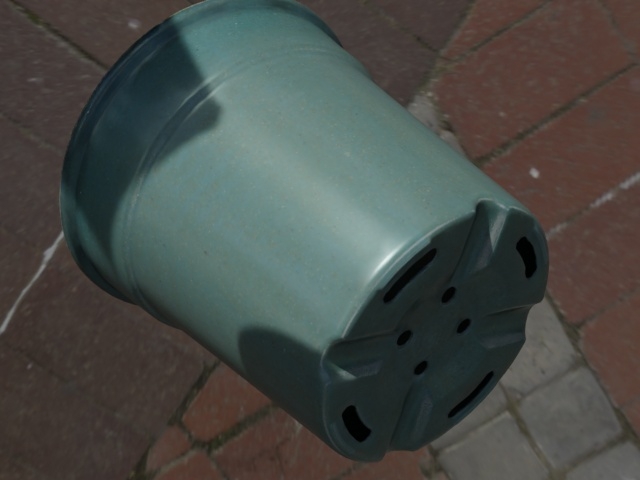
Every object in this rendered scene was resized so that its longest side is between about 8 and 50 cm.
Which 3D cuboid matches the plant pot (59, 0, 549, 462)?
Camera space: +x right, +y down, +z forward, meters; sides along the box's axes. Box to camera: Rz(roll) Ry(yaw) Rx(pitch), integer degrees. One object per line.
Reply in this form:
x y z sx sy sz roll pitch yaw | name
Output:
0.000 0.000 1.069 0.341 0.334 0.341 -27 136 -29 | plant pot
